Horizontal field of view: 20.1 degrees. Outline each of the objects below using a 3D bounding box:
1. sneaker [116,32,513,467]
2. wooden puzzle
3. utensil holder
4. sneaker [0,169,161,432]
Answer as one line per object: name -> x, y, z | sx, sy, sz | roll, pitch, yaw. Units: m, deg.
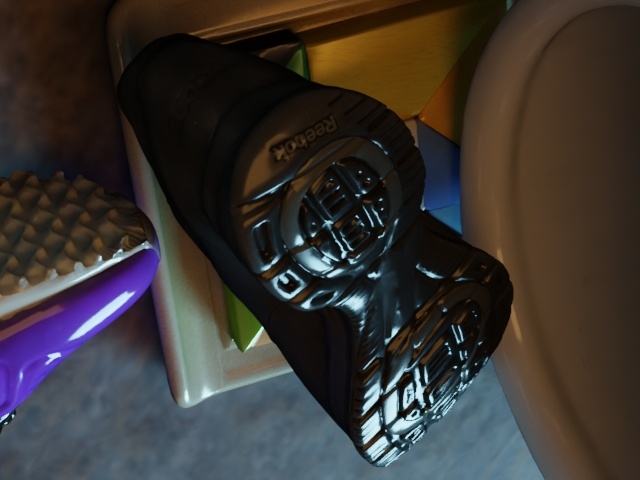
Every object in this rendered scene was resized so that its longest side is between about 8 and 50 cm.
sneaker -> 0.000, 0.000, 0.822 | 0.109, 0.130, 0.286 | -44, 144, -13
wooden puzzle -> 0.023, -0.039, 0.891 | 0.239, 0.044, 0.221 | -18, 120, -19
utensil holder -> 0.309, -0.017, 0.836 | 0.385, 0.327, 0.327 | -20, 121, -23
sneaker -> -0.196, 0.083, 0.813 | 0.293, 0.102, 0.146 | -27, 127, -7
